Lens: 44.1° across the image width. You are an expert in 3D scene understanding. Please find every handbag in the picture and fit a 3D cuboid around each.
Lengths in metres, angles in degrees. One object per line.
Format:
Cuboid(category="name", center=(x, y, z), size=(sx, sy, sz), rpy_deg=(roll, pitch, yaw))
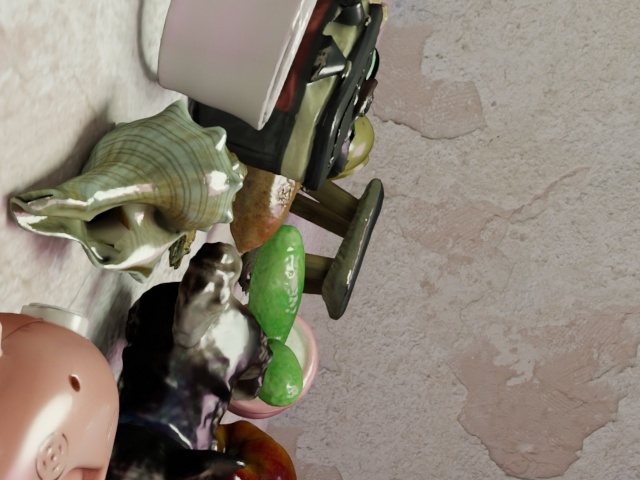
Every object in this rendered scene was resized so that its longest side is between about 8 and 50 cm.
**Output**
Cuboid(category="handbag", center=(-0.023, -0.197, 0.930), size=(0.181, 0.181, 0.255), rpy_deg=(109, 1, -56))

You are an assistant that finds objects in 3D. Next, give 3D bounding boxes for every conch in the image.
Cuboid(category="conch", center=(-0.149, -0.038, 0.652), size=(0.233, 0.114, 0.137), rpy_deg=(-25, 135, -32))

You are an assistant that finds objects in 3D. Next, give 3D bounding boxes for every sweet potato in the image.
Cuboid(category="sweet potato", center=(-0.065, -0.167, 1.138), size=(0.109, 0.109, 0.386), rpy_deg=(-45, 148, -81))

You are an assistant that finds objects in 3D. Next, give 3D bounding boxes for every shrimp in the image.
Cuboid(category="shrimp", center=(-0.165, -0.026, 0.878), size=(0.101, 0.042, 0.190), rpy_deg=(-44, 162, -32))

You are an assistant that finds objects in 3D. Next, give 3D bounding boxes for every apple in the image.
Cuboid(category="apple", center=(-0.173, 0.486, 1.414), size=(0.288, 0.288, 0.317), rpy_deg=(-63, 158, -64))

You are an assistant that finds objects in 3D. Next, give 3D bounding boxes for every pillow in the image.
Cuboid(category="pillow", center=(-0.125, 0.046, 1.580), size=(0.241, 0.051, 0.093), rpy_deg=(-66, 173, -65))

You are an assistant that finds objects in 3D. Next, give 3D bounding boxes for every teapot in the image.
Cuboid(category="teapot", center=(0.006, -0.219, 1.600), size=(0.269, 0.173, 0.183), rpy_deg=(-41, 122, -31))

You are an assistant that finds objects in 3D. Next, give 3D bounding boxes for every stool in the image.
Cuboid(category="stool", center=(0.000, 0.000, 1.841), size=(0.310, 0.226, 0.311), rpy_deg=(97, 12, -74))

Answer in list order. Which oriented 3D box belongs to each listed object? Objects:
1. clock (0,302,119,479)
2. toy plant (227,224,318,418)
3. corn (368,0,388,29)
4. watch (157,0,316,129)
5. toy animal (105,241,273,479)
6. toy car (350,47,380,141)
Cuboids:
Cuboid(category="clock", center=(-0.203, 0.160, 0.514), size=(0.227, 0.142, 0.241), rpy_deg=(96, 10, -72))
Cuboid(category="toy plant", center=(-0.105, 0.180, 1.449), size=(0.356, 0.210, 0.317), rpy_deg=(100, -6, -64))
Cuboid(category="corn", center=(0.037, -0.394, 1.387), size=(0.335, 0.126, 0.127), rpy_deg=(-50, 159, -65))
Cuboid(category="watch", center=(-0.035, -0.228, 0.730), size=(0.244, 0.196, 0.231), rpy_deg=(-72, -176, -49))
Cuboid(category="toy animal", center=(-0.165, 0.182, 0.796), size=(0.303, 0.194, 0.344), rpy_deg=(112, -3, -53))
Cuboid(category="toy car", center=(0.002, -0.196, 1.287), size=(0.306, 0.125, 0.136), rpy_deg=(-48, 180, 8))
